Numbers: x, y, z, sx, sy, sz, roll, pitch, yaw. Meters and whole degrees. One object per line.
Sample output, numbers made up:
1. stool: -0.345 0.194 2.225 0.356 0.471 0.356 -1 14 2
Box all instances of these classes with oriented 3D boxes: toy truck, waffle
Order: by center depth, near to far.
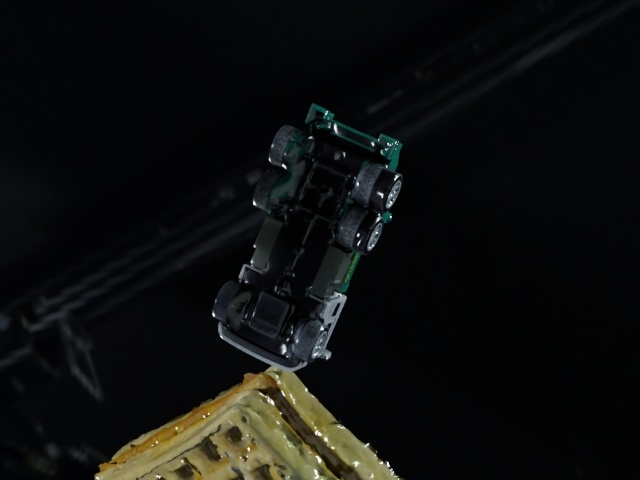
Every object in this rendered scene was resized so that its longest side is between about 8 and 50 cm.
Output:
1. toy truck: 0.000 0.000 1.355 0.216 0.110 0.116 -68 -17 8
2. waffle: -0.087 0.298 1.803 0.261 0.114 0.376 48 -41 -6
